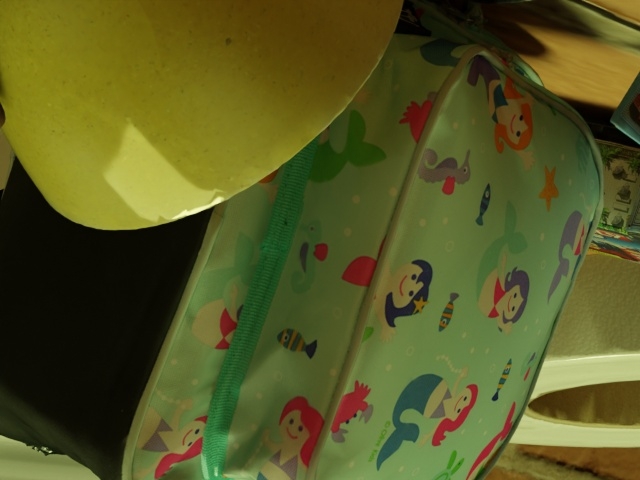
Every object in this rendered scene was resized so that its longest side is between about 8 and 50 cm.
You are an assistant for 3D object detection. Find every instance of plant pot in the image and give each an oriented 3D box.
[{"bbox_3d":[-0.056,-0.084,0.489,0.134,0.134,0.095,14,152,44],"label":"plant pot"}]

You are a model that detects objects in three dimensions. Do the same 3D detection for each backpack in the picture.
[{"bbox_3d":[0.000,0.000,0.683,0.191,0.225,0.253,21,-177,23],"label":"backpack"}]

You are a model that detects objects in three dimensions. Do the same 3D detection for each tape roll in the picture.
[{"bbox_3d":[0.243,0.087,1.205,0.392,0.072,0.392,0,165,0],"label":"tape roll"}]

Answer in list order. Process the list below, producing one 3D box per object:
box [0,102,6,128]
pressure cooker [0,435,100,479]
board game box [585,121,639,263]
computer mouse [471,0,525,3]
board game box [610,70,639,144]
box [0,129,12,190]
[{"bbox_3d":[-0.212,-0.063,0.399,0.167,0.168,0.203,16,143,27],"label":"box"},{"bbox_3d":[-0.224,0.059,1.497,0.420,0.375,0.369,15,-139,-46],"label":"pressure cooker"},{"bbox_3d":[0.180,-0.020,0.855,0.194,0.060,0.194,15,177,25],"label":"board game box"},{"bbox_3d":[0.066,-0.083,0.473,0.071,0.041,0.242,16,178,-6],"label":"computer mouse"},{"bbox_3d":[0.227,0.007,0.633,0.160,0.039,0.211,18,-163,-33],"label":"board game box"},{"bbox_3d":[-0.171,-0.048,0.964,0.182,0.119,0.181,20,-145,-55],"label":"box"}]
